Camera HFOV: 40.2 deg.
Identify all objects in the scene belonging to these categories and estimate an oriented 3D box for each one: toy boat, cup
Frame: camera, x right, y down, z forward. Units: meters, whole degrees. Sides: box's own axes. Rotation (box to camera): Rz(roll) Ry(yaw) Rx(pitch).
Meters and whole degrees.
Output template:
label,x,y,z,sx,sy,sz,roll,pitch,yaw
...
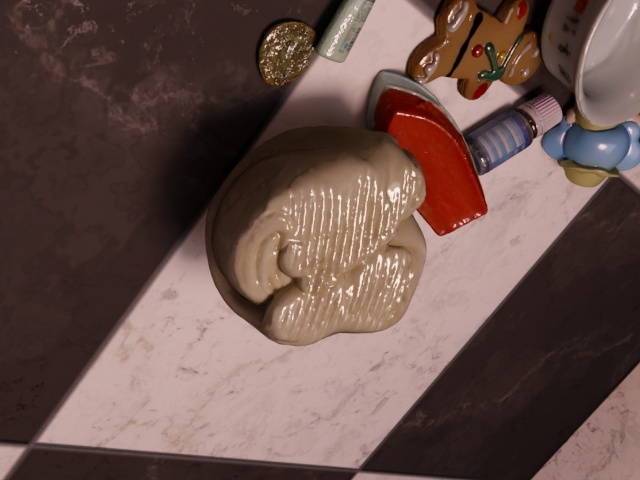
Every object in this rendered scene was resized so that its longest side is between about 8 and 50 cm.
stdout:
label,x,y,z,sx,sy,sz,roll,pitch,yaw
toy boat,0.177,-0.161,1.528,0.145,0.133,0.332,-27,132,12
cup,0.520,-0.392,1.547,0.347,0.163,0.347,-25,138,-25

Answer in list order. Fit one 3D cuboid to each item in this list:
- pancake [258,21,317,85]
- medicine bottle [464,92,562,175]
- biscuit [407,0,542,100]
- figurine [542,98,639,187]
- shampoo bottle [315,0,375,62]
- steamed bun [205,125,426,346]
label,x,y,z,sx,sy,sz,roll,pitch,yaw
pancake,-0.051,-0.278,1.299,0.108,0.017,0.108,-23,138,-23
medicine bottle,0.364,-0.206,1.668,0.203,0.083,0.083,-34,141,-11
biscuit,0.292,-0.332,1.518,0.302,0.049,0.196,3,127,-43
figurine,0.580,-0.229,1.779,0.180,0.153,0.262,7,126,-31
shampoo bottle,0.058,-0.356,1.295,0.069,0.041,0.190,-4,129,-57
steamed bun,-0.023,-0.021,1.378,0.368,0.255,0.342,-9,117,-40
